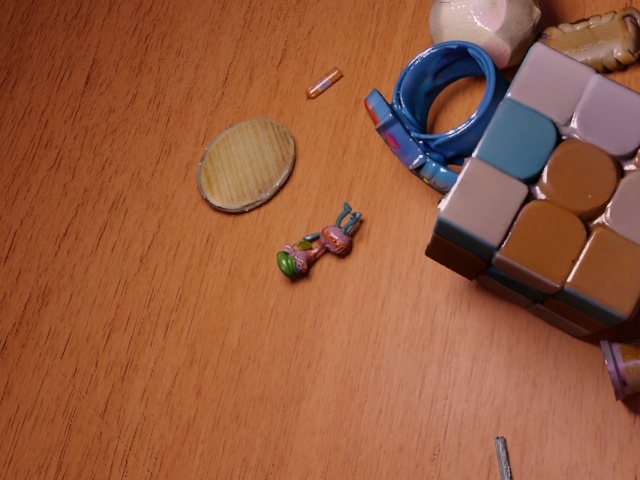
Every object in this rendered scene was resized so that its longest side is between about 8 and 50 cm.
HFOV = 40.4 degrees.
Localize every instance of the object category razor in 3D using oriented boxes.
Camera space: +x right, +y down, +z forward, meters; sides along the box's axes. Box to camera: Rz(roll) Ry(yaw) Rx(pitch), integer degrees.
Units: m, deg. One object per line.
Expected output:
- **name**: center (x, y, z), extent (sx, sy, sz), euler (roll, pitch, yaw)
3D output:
- **razor**: center (0.330, 0.444, 1.520), extent (0.084, 0.036, 0.211), euler (-3, 54, -2)

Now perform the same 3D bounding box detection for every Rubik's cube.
- **Rubik's cube**: center (0.410, -0.068, 1.493), extent (0.344, 0.346, 0.346), euler (30, 83, 8)

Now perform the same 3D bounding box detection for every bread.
- **bread**: center (0.567, -0.405, 1.832), extent (0.225, 0.081, 0.134), euler (-9, 66, 19)
- **bread**: center (-0.177, -0.181, 2.095), extent (0.267, 0.040, 0.266), euler (-12, 59, 21)

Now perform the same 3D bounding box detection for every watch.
- **watch**: center (0.272, -0.247, 1.771), extent (0.274, 0.241, 0.305), euler (-43, 53, 10)

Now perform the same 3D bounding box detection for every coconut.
- **coconut**: center (0.368, -0.473, 1.879), extent (0.231, 0.227, 0.227), euler (13, 70, 31)

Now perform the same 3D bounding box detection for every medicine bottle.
- **medicine bottle**: center (0.693, 0.168, 1.446), extent (0.426, 0.108, 0.108), euler (-17, 58, 16)

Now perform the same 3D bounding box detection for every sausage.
- **sausage**: center (0.004, -0.381, 2.122), extent (0.107, 0.031, 0.031), euler (-37, 54, 3)

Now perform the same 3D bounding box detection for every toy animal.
- **toy animal**: center (0.000, 0.000, 1.888), extent (0.208, 0.100, 0.103), euler (-39, 31, 12)
